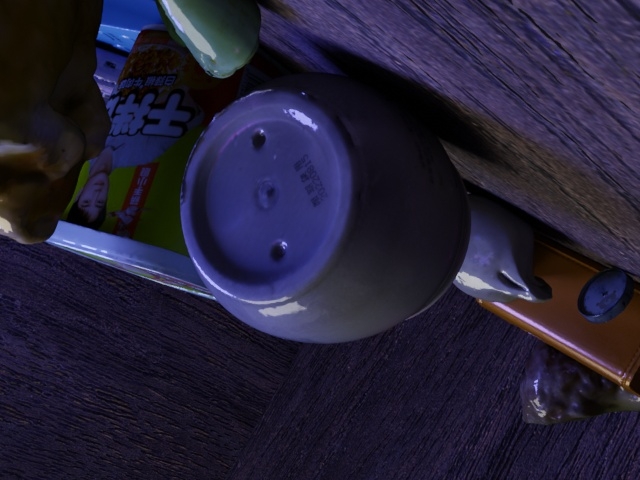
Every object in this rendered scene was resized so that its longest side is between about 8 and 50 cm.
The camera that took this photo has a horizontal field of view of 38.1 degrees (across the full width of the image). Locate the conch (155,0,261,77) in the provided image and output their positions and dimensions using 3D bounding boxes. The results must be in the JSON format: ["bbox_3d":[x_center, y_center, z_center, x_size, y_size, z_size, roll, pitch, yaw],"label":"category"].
[{"bbox_3d":[-0.117,-0.219,0.833,0.105,0.079,0.170,23,161,43],"label":"conch"}]

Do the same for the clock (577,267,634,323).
[{"bbox_3d":[0.389,0.075,1.268,0.017,0.085,0.085,38,178,-22],"label":"clock"}]

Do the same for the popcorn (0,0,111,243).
[{"bbox_3d":[-0.403,-0.189,0.961,0.354,0.390,0.344,5,-174,40],"label":"popcorn"}]

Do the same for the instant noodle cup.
[{"bbox_3d":[-0.171,-0.098,1.204,0.293,0.308,0.294,18,172,3],"label":"instant noodle cup"}]

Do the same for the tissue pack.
[{"bbox_3d":[0.408,0.114,1.424,0.274,0.145,0.194,32,-176,37],"label":"tissue pack"}]

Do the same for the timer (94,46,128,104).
[{"bbox_3d":[-0.337,-0.254,1.463,0.190,0.069,0.208,16,177,-21],"label":"timer"}]

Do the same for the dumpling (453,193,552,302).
[{"bbox_3d":[0.232,0.002,1.331,0.252,0.131,0.179,40,-163,14],"label":"dumpling"}]

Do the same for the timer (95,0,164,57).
[{"bbox_3d":[-0.232,-0.288,1.355,0.250,0.091,0.232,27,179,22],"label":"timer"}]

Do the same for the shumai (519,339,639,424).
[{"bbox_3d":[0.525,0.241,1.587,0.283,0.217,0.346,23,-154,33],"label":"shumai"}]

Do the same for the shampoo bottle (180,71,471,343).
[{"bbox_3d":[0.012,-0.029,0.971,0.273,0.273,0.266,31,-169,29],"label":"shampoo bottle"}]
